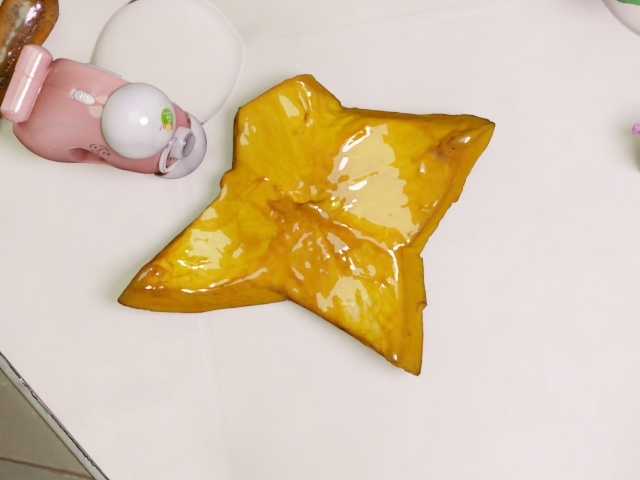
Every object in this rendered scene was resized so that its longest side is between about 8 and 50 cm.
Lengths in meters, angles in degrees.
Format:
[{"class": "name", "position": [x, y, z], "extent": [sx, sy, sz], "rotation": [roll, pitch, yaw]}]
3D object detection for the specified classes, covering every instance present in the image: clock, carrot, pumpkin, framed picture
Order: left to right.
[{"class": "framed picture", "position": [-0.320, 0.226, 1.377], "extent": [0.184, 0.016, 0.250], "rotation": [-43, 82, -2]}, {"class": "carrot", "position": [-0.306, -0.174, 1.410], "extent": [0.055, 0.055, 0.161], "rotation": [27, 93, 7]}, {"class": "clock", "position": [-0.193, -0.105, 1.337], "extent": [0.162, 0.166, 0.093], "rotation": [18, 85, 14]}, {"class": "pumpkin", "position": [-0.011, -0.024, 1.344], "extent": [0.290, 0.095, 0.258], "rotation": [16, 89, 10]}]

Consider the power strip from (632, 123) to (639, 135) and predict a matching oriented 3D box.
[{"class": "power strip", "position": [0.423, -0.087, 1.309], "extent": [0.279, 0.109, 0.037], "rotation": [0, 80, 4]}]

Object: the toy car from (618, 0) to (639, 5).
[{"class": "toy car", "position": [0.335, -0.385, 1.282], "extent": [0.359, 0.176, 0.213], "rotation": [-48, 45, -2]}]
